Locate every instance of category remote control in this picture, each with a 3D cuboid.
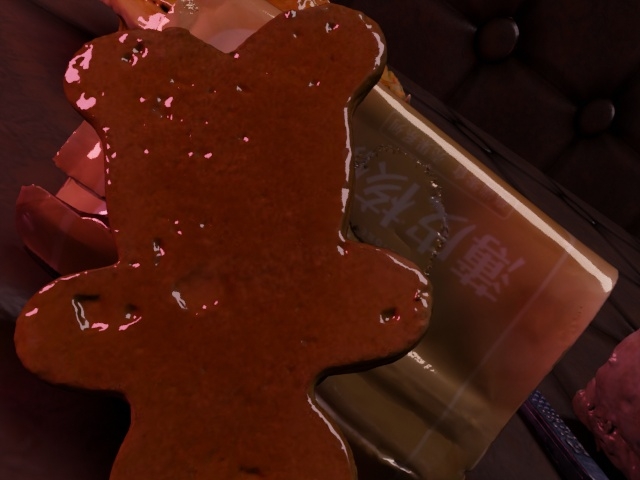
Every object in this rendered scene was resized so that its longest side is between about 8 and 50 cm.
[{"bbox_3d":[0.226,0.187,0.689,0.043,0.027,0.153,17,28,-32],"label":"remote control"}]

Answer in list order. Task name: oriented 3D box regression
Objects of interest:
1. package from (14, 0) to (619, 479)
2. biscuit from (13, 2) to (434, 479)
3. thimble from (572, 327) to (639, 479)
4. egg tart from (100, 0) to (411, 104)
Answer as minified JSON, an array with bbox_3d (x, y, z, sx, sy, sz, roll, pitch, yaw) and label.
[{"bbox_3d":[-0.016,0.019,0.449,0.311,0.221,0.165,39,42,2],"label":"package"},{"bbox_3d":[-0.045,0.022,0.349,0.049,0.196,0.302,83,1,-71],"label":"biscuit"},{"bbox_3d":[0.428,0.175,0.717,0.291,0.291,0.195,18,30,-43],"label":"thimble"},{"bbox_3d":[-0.081,-0.191,0.769,0.387,0.169,0.388,30,25,-16],"label":"egg tart"}]
